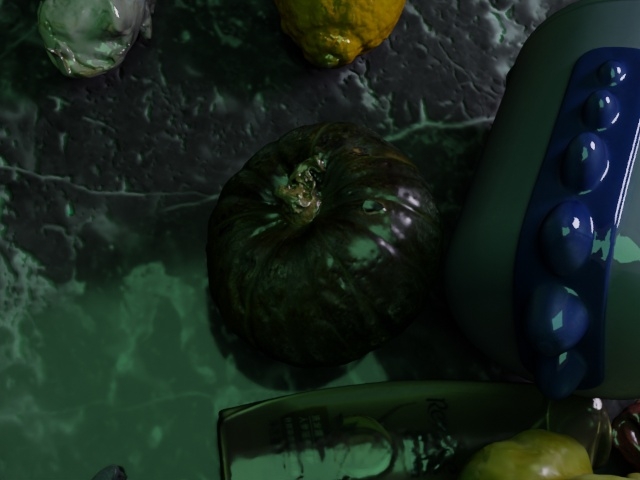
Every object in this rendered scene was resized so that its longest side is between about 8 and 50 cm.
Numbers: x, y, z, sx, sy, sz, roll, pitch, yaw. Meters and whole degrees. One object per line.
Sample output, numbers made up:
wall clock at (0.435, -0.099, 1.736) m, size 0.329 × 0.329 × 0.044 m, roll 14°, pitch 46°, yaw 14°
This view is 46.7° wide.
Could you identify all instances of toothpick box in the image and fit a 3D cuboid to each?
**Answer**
toothpick box at (0.240, -0.027, 0.640) m, size 0.263 × 0.263 × 0.354 m, roll 26°, pitch 62°, yaw 0°

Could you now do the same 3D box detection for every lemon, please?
lemon at (0.021, -0.265, 0.771) m, size 0.142 × 0.142 × 0.187 m, roll 8°, pitch 76°, yaw -6°

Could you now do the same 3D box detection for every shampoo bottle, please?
shampoo bottle at (0.087, 0.188, 0.661) m, size 0.350 × 0.084 × 0.125 m, roll -2°, pitch 70°, yaw -10°

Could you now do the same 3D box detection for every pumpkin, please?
pumpkin at (0.000, 0.000, 0.654) m, size 0.224 × 0.157 × 0.223 m, roll -11°, pitch 57°, yaw 18°

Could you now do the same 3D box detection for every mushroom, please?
mushroom at (-0.201, -0.283, 0.768) m, size 0.099 × 0.096 × 0.277 m, roll 24°, pitch 66°, yaw -2°

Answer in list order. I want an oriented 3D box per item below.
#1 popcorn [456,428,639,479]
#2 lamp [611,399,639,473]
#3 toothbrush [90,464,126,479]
popcorn at (0.201, 0.293, 0.558) m, size 0.235 × 0.242 × 0.250 m, roll 3°, pitch 108°, yaw -33°
lamp at (0.389, 0.222, 0.675) m, size 0.223 × 0.151 × 0.214 m, roll -17°, pitch 62°, yaw 31°
toothbrush at (-0.272, 0.313, 0.591) m, size 0.023 × 0.031 × 0.321 m, roll 28°, pitch 67°, yaw 31°
